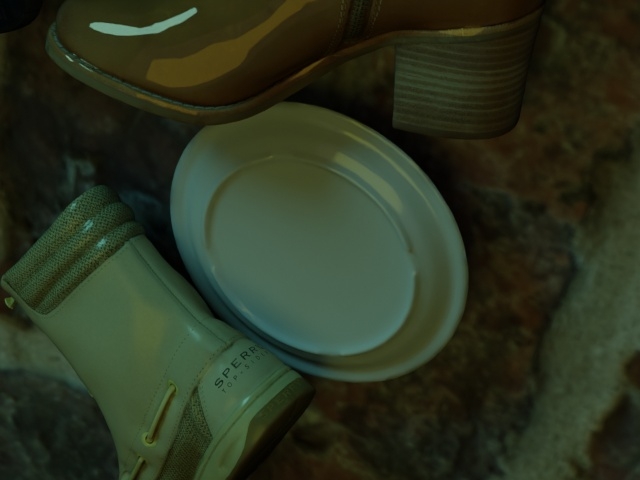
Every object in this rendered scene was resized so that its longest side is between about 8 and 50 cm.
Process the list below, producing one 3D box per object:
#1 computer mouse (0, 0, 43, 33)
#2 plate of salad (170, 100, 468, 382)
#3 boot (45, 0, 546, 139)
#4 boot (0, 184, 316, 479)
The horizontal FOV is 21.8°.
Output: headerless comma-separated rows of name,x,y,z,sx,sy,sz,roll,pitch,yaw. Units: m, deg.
computer mouse,-0.272,-0.213,1.002,0.262,0.060,0.184,2,125,35
plate of salad,0.000,0.000,1.018,0.199,0.048,0.200,13,126,19
boot,-0.016,-0.172,0.881,0.283,0.109,0.220,10,124,15
boot,-0.129,0.094,1.104,0.203,0.095,0.262,46,145,6
